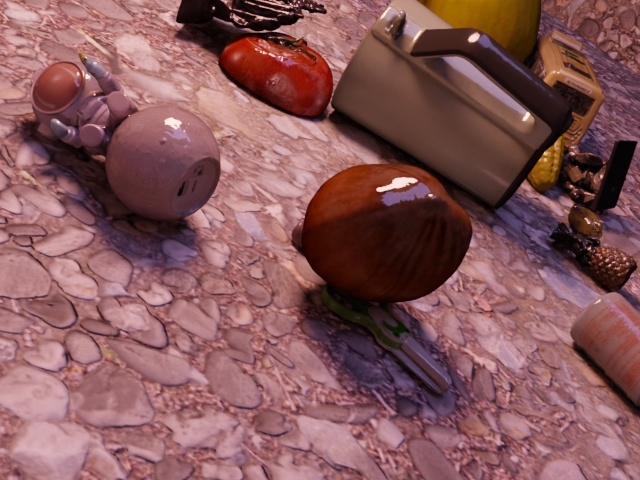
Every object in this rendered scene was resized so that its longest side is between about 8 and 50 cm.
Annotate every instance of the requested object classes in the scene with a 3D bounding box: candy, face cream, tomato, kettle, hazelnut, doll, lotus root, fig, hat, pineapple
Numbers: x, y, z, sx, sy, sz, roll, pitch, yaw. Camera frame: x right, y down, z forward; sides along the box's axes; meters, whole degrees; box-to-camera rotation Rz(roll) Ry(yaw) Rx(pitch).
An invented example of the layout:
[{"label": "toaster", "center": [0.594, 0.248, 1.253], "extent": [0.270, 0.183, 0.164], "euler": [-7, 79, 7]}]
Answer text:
[{"label": "candy", "center": [0.464, -0.197, 1.874], "extent": [0.094, 0.106, 0.199], "euler": [26, 57, -39]}, {"label": "face cream", "center": [0.482, 0.193, 1.292], "extent": [0.101, 0.101, 0.252], "euler": [0, 39, -42]}, {"label": "tomato", "center": [-0.068, -0.327, 1.636], "extent": [0.227, 0.101, 0.228], "euler": [19, 30, -11]}, {"label": "kettle", "center": [0.246, -0.264, 1.591], "extent": [0.376, 0.361, 0.250], "euler": [35, 70, 5]}, {"label": "hazelnut", "center": [0.083, -0.019, 1.129], "extent": [0.210, 0.210, 0.186], "euler": [16, 26, -24]}, {"label": "doll", "center": [-0.257, -0.138, 1.127], "extent": [0.287, 0.151, 0.151], "euler": [34, 28, 22]}, {"label": "lotus root", "center": [0.517, -0.035, 1.745], "extent": [0.054, 0.049, 0.099], "euler": [7, 35, -21]}, {"label": "fig", "center": [0.392, -0.575, 2.200], "extent": [0.343, 0.343, 0.343], "euler": [22, 29, -13]}, {"label": "hat", "center": [0.003, 0.001, 1.224], "extent": [0.087, 0.042, 0.058], "euler": [38, 30, 14]}, {"label": "pineapple", "center": [0.490, 0.024, 1.613], "extent": [0.159, 0.074, 0.074], "euler": [37, 29, 26]}]

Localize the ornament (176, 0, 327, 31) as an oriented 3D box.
[{"label": "ornament", "center": [-0.122, -0.444, 1.693], "extent": [0.260, 0.106, 0.251], "euler": [15, 23, 0]}]

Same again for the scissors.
[{"label": "scissors", "center": [0.088, 0.118, 1.129], "extent": [0.101, 0.027, 0.204], "euler": [-9, 45, -48]}]

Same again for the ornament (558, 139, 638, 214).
[{"label": "ornament", "center": [0.542, -0.159, 1.901], "extent": [0.196, 0.166, 0.153], "euler": [23, 16, 31]}]

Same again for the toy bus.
[{"label": "toy bus", "center": [0.578, -0.373, 2.195], "extent": [0.176, 0.202, 0.365], "euler": [25, 28, -6]}]
